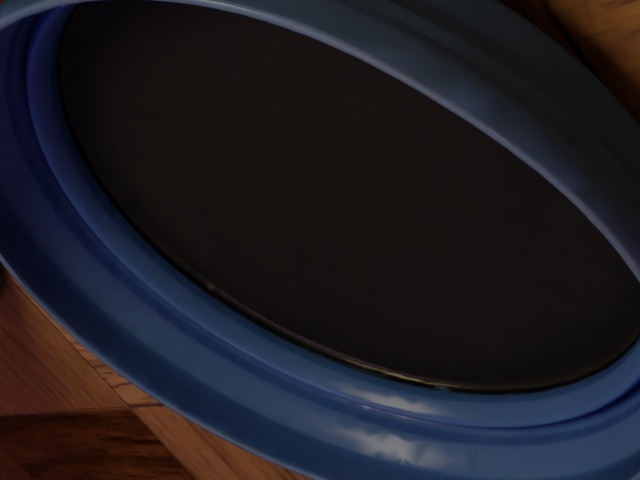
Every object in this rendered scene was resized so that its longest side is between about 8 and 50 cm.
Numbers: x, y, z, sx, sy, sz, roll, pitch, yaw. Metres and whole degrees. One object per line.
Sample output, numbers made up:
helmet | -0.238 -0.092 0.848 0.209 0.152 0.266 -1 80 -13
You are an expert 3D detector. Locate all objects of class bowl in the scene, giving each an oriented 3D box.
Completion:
bowl | 0.000 0.000 0.752 0.391 0.077 0.391 20 148 13

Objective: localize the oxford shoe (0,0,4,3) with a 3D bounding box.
oxford shoe | -0.239 -0.148 0.881 0.271 0.097 0.098 21 174 24
